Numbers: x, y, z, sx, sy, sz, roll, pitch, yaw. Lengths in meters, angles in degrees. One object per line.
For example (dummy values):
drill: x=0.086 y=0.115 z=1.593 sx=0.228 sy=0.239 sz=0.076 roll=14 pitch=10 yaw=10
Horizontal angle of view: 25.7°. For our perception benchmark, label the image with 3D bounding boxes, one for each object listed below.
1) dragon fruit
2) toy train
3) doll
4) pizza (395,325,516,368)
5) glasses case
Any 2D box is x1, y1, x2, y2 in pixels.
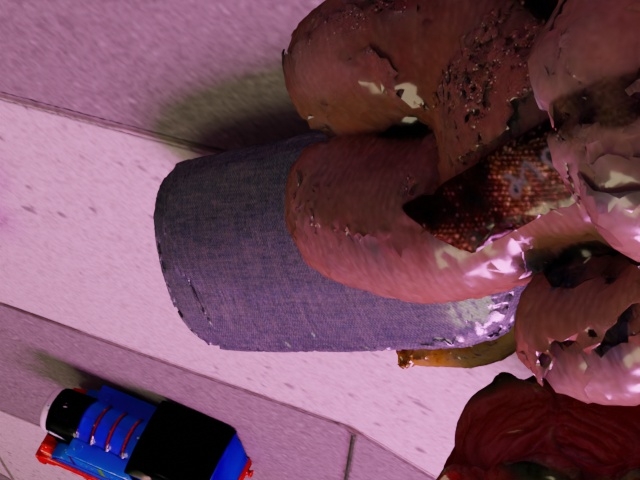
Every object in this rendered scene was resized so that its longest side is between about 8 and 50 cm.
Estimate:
dragon fruit: x=0.156 y=0.163 z=0.754 sx=0.192 sy=0.193 sz=0.274 roll=20 pitch=180 yaw=27
toy train: x=-0.170 y=0.196 z=1.317 sx=0.204 sy=0.082 sz=0.131 roll=19 pitch=156 yaw=16
doll: x=0.074 y=-0.038 z=0.400 sx=0.303 sy=0.201 sz=0.156 roll=-6 pitch=-176 yaw=43
pizza: x=0.056 y=0.025 z=0.761 sx=0.131 sy=0.041 sz=0.178 roll=38 pitch=155 yaw=-17
glasses case: x=0.000 y=0.000 z=0.695 sx=0.282 sy=0.067 sz=0.109 roll=-7 pitch=97 yaw=55
